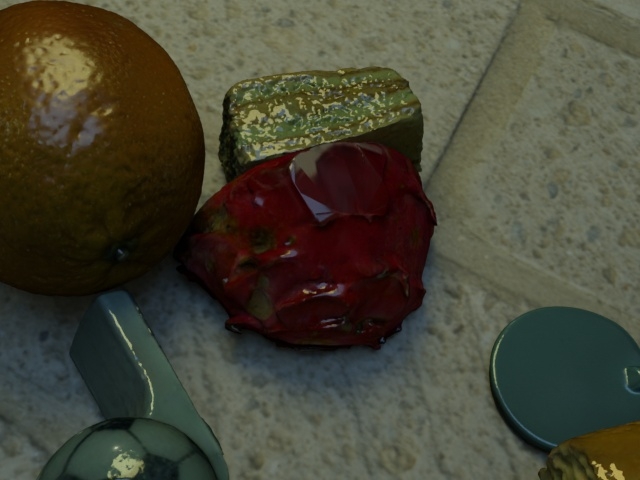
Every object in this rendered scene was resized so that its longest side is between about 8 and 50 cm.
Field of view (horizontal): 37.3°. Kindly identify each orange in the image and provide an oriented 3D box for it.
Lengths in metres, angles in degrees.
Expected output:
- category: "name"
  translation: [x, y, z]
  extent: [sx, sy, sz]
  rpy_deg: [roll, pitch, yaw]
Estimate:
- category: "orange"
  translation: [-0.225, -0.078, 0.842]
  extent: [0.264, 0.264, 0.264]
  rpy_deg: [2, 61, -4]

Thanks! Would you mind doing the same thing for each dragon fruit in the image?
- category: "dragon fruit"
  translation: [0.000, 0.000, 0.881]
  extent: [0.262, 0.189, 0.163]
  rpy_deg: [-11, 36, -14]

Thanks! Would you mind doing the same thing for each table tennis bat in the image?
- category: "table tennis bat"
  translation: [0.278, 0.132, 0.896]
  extent: [0.237, 0.038, 0.149]
  rpy_deg: [0, 59, 0]

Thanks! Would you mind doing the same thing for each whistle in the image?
- category: "whistle"
  translation: [-0.168, 0.187, 0.761]
  extent: [0.164, 0.163, 0.289]
  rpy_deg: [-27, 66, -18]

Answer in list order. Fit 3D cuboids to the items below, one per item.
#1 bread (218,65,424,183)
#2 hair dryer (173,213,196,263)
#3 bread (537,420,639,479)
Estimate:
- category: "bread"
  translation: [0.000, -0.101, 0.941]
  extent: [0.196, 0.138, 0.102]
  rpy_deg: [-12, 68, -9]
- category: "hair dryer"
  translation: [-0.101, 0.006, 0.940]
  extent: [0.083, 0.026, 0.047]
  rpy_deg: [13, 63, -6]
- category: "bread"
  translation: [0.389, 0.233, 0.775]
  extent: [0.376, 0.165, 0.236]
  rpy_deg: [-13, 61, -10]
